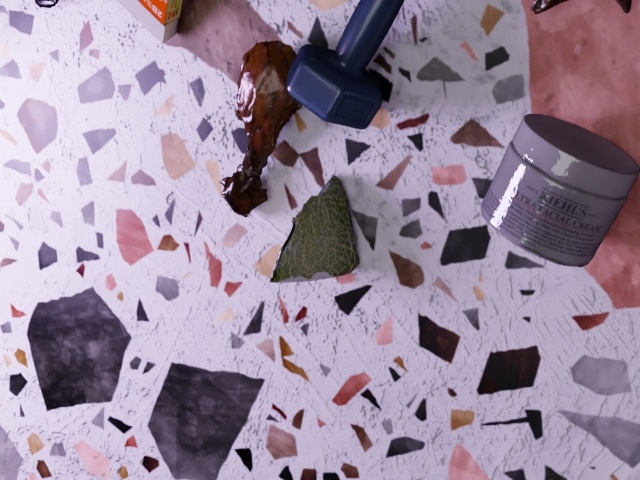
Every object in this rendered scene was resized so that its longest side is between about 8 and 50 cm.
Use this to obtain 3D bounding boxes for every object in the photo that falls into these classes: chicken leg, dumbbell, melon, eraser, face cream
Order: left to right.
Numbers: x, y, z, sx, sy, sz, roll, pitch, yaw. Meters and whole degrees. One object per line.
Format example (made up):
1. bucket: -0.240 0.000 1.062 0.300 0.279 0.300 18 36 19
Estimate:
1. eraser: -0.282 -0.438 1.732 0.157 0.038 0.230 46 153 11
2. chicken leg: -0.097 -0.173 1.746 0.113 0.093 0.305 19 114 10
3. melon: 0.004 0.002 1.744 0.139 0.093 0.203 32 85 -11
4. dumbbell: 0.077 -0.326 1.587 0.143 0.156 0.316 25 115 -12
5. face cream: 0.328 -0.069 1.497 0.177 0.177 0.153 30 114 18

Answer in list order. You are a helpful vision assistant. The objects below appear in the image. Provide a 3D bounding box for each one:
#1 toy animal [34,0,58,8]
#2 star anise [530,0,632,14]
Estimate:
1. toy animal: -0.496 -0.507 1.880 0.218 0.116 0.180 -3 72 54
2. star anise: 0.384 -0.422 1.431 0.349 0.109 0.293 26 107 20
